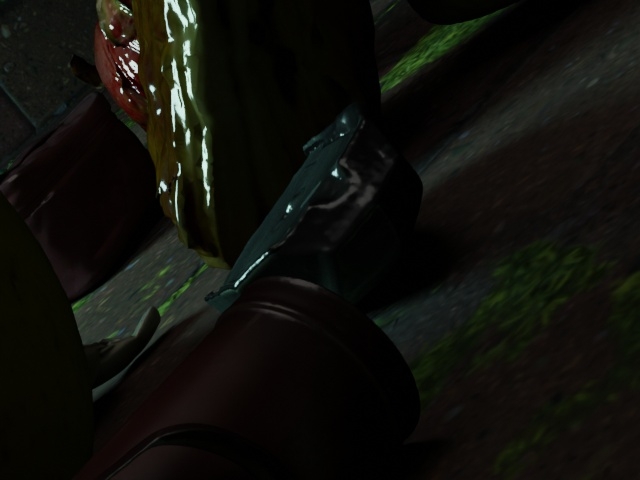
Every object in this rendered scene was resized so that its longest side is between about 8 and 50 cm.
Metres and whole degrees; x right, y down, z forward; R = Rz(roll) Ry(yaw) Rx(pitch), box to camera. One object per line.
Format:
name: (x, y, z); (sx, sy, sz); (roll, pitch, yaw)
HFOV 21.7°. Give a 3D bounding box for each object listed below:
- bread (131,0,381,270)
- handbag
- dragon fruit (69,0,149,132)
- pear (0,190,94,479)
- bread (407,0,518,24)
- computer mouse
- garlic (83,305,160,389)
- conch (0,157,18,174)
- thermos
bread: (-0.049, -0.159, 1.211); (0.167, 0.324, 0.277); (-6, 16, -11)
handbag: (-0.243, -0.035, 1.576); (0.146, 0.135, 0.225); (-35, 14, 37)
dragon fruit: (-0.096, -0.138, 1.489); (0.218, 0.224, 0.148); (127, 143, -51)
pear: (-0.286, 0.079, 0.789); (0.362, 0.362, 0.418); (-38, 28, 6)
bread: (0.151, -0.318, 1.220); (0.320, 0.237, 0.320); (-32, 7, 4)
computer mouse: (0.003, 0.000, 0.941); (0.126, 0.071, 0.231); (-58, 8, -15)
garlic: (-0.190, 0.081, 1.112); (0.194, 0.127, 0.131); (-23, 2, -23)
conch: (-0.324, -0.009, 1.741); (0.188, 0.122, 0.176); (-47, -5, -40)
thermos: (-0.064, 0.121, 0.641); (0.124, 0.099, 0.232); (-15, 26, 52)
